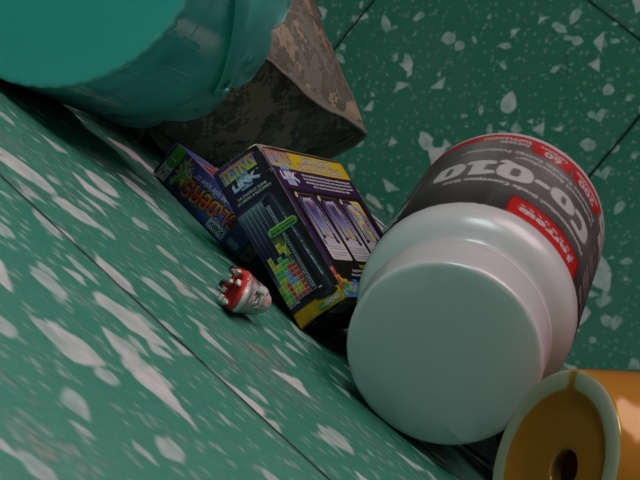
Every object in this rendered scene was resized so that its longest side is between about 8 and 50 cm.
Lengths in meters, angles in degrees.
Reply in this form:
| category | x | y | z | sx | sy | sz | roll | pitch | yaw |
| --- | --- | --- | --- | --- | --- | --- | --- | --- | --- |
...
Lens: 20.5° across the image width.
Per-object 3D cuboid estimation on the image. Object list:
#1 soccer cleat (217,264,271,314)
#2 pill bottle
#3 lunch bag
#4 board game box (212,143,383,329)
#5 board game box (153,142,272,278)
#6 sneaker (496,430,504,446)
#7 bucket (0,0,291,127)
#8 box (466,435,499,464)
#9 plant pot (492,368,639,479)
| category | x | y | z | sx | sy | sz | roll | pitch | yaw |
| --- | --- | --- | --- | --- | --- | --- | --- | --- | --- |
| soccer cleat | -0.048 | 0.036 | 1.179 | 0.036 | 0.029 | 0.083 | 34 | 2 | -8 |
| pill bottle | 0.119 | 0.031 | 1.317 | 0.161 | 0.161 | 0.283 | 39 | 24 | -1 |
| lunch bag | -0.114 | -0.197 | 1.633 | 0.287 | 0.169 | 0.235 | 35 | 29 | -52 |
| board game box | 0.000 | 0.000 | 1.392 | 0.141 | 0.048 | 0.170 | 59 | 18 | 15 |
| board game box | -0.038 | 0.001 | 1.497 | 0.201 | 0.035 | 0.136 | 33 | 8 | -48 |
| sneaker | 0.273 | 0.220 | 1.375 | 0.341 | 0.139 | 0.125 | 25 | 25 | -14 |
| bucket | -0.168 | -0.227 | 1.351 | 0.281 | 0.281 | 0.183 | 40 | 8 | 11 |
| box | 0.101 | 0.092 | 1.526 | 0.067 | 0.063 | 0.324 | 38 | 6 | -20 |
| plant pot | 0.222 | 0.168 | 1.148 | 0.188 | 0.205 | 0.205 | 18 | 15 | -27 |
